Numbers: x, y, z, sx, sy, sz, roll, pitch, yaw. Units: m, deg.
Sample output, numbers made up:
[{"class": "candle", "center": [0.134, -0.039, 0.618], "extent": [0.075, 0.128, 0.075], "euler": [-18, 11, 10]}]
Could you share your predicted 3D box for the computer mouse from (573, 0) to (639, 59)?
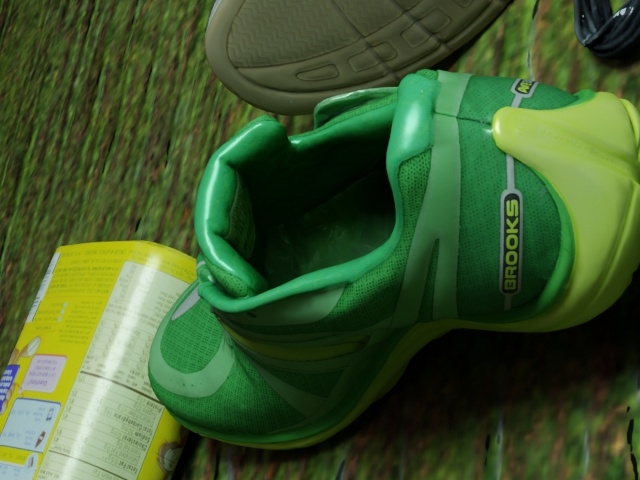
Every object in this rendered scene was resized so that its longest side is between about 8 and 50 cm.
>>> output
[{"class": "computer mouse", "center": [0.127, -0.064, 0.603], "extent": [0.071, 0.041, 0.242], "euler": [-46, 33, 25]}]

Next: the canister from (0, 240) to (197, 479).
[{"class": "canister", "center": [-0.113, 0.089, 0.801], "extent": [0.126, 0.073, 0.170], "euler": [-3, 62, 55]}]

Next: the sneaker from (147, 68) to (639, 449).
[{"class": "sneaker", "center": [0.000, 0.000, 0.642], "extent": [0.295, 0.123, 0.109], "euler": [-33, 42, 54]}]

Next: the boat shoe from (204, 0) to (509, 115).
[{"class": "boat shoe", "center": [0.059, -0.172, 0.738], "extent": [0.285, 0.103, 0.092], "euler": [-45, 29, 19]}]
